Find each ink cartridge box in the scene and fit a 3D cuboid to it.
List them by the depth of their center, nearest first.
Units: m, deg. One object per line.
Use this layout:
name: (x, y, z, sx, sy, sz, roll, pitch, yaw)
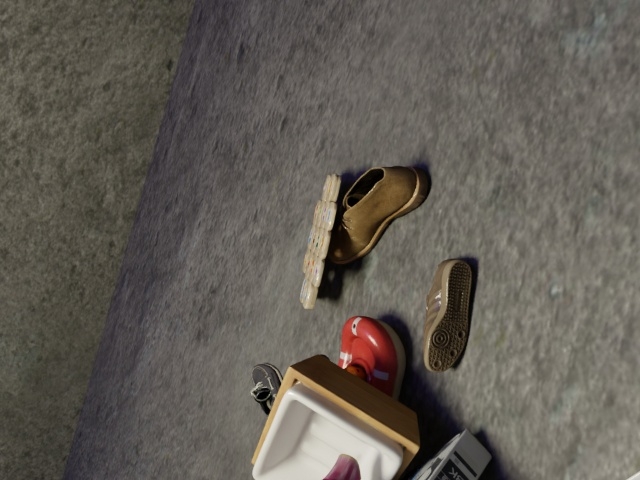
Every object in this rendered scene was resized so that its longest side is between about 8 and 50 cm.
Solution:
ink cartridge box: (0.110, 0.398, 0.871, 0.065, 0.332, 0.165, 47, 124, 12)

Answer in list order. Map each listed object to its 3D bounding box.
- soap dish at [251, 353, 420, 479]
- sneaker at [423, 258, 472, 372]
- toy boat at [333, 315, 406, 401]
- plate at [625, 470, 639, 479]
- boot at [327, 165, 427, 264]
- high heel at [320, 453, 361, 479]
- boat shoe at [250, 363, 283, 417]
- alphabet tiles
soap dish: (0.020, 0.340, 1.059, 0.118, 0.228, 0.291, -49, -16, -49)
sneaker: (0.206, 0.123, 1.058, 0.071, 0.066, 0.189, 180, 106, -74)
toy boat: (0.053, 0.250, 1.152, 0.151, 0.151, 0.231, 12, 90, 58)
plate: (0.411, 0.370, 0.652, 0.278, 0.045, 0.277, -54, 40, 33)
boot: (0.073, -0.053, 1.262, 0.305, 0.115, 0.113, -47, 48, 45)
high heel: (0.036, 0.450, 0.964, 0.082, 0.117, 0.244, 10, 123, 25)
boat shoe: (-0.126, 0.348, 1.481, 0.206, 0.064, 0.075, 40, 113, 55)
alphabet tiles: (0.000, 0.000, 1.356, 0.278, 0.021, 0.285, -155, 77, -82)
